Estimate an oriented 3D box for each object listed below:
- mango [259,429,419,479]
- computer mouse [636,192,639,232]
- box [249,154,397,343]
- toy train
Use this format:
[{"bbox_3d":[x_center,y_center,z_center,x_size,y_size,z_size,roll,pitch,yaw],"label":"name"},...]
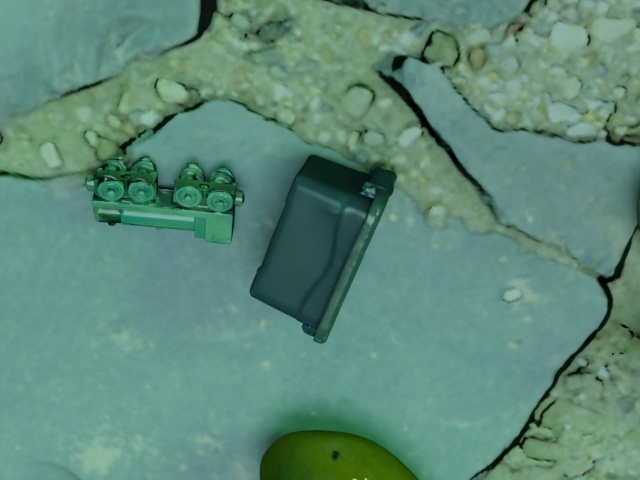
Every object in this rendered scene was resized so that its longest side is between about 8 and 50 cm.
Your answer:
[{"bbox_3d":[0.023,0.207,0.932,0.122,0.085,0.191,1,113,0],"label":"mango"},{"bbox_3d":[0.222,-0.007,0.880,0.066,0.039,0.096,-27,119,8],"label":"computer mouse"},{"bbox_3d":[0.000,0.000,0.857,0.054,0.074,0.099,24,110,3],"label":"box"},{"bbox_3d":[-0.090,-0.023,0.865,0.092,0.029,0.045,5,128,-1],"label":"toy train"}]
